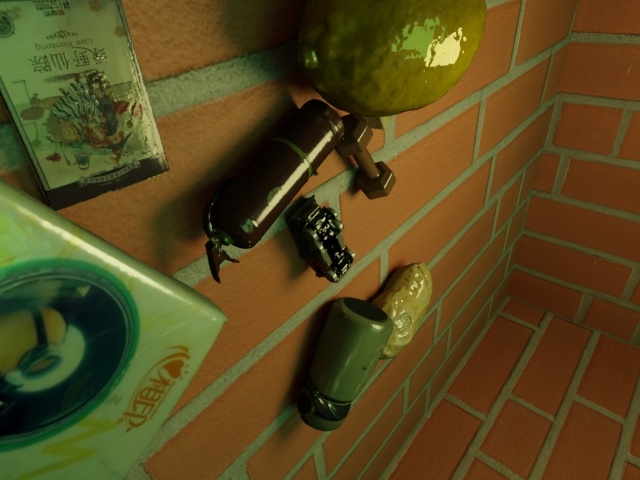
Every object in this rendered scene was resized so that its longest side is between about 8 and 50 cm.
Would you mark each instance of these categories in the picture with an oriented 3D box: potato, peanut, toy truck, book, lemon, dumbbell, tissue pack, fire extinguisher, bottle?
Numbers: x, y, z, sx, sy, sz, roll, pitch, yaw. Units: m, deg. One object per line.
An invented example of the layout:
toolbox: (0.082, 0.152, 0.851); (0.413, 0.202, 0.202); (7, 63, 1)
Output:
potato: (0.115, -0.299, 0.872); (0.086, 0.061, 0.122); (-58, 145, -15)
peanut: (0.235, 0.212, 1.250); (0.340, 0.158, 0.174); (-45, 110, -34)
toy truck: (0.000, 0.000, 0.869); (0.083, 0.092, 0.192); (-48, 133, -26)
book: (-0.272, -0.163, 0.469); (0.158, 0.026, 0.231); (-33, 133, -38)
lemon: (0.112, -0.338, 0.677); (0.316, 0.285, 0.285); (-41, 143, 2)
dumbbell: (0.095, -0.177, 0.895); (0.082, 0.092, 0.231); (-36, 143, 6)
tissue pack: (-0.322, 0.113, 0.443); (0.287, 0.162, 0.388); (-58, 144, -13)
fire extinguisher: (-0.085, -0.085, 0.689); (0.341, 0.105, 0.141); (-54, 142, -22)
bottle: (0.052, 0.330, 1.067); (0.169, 0.169, 0.346); (8, 107, -54)

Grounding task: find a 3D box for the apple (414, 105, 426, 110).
apple: (0.218, -0.360, 0.933); (0.126, 0.102, 0.125); (-28, 130, -40)
